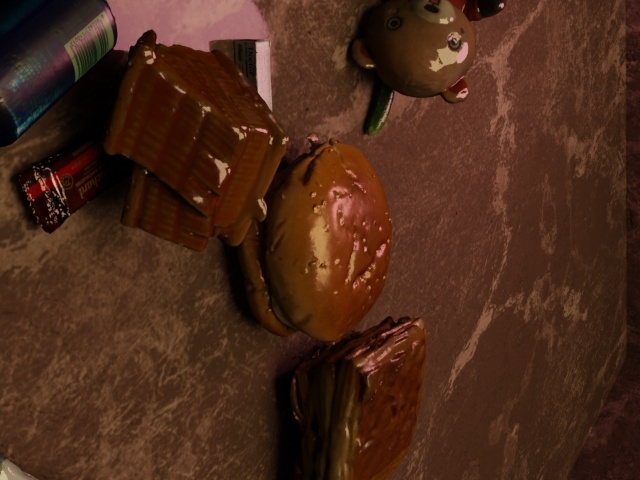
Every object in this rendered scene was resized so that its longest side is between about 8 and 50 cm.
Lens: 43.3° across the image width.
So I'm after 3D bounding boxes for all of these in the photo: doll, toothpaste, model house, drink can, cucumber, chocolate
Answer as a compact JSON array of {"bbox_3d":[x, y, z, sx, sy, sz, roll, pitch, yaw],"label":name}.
[{"bbox_3d":[0.192,-0.404,1.443,0.174,0.235,0.329,123,-12,-67],"label":"doll"},{"bbox_3d":[-0.095,-0.209,1.175,0.034,0.046,0.164,-22,116,-50],"label":"toothpaste"},{"bbox_3d":[-0.173,-0.119,0.963,0.229,0.219,0.199,4,124,-56],"label":"model house"},{"bbox_3d":[-0.305,-0.184,0.812,0.205,0.118,0.118,-55,139,-33],"label":"drink can"},{"bbox_3d":[0.117,-0.262,1.481,0.037,0.037,0.155,27,76,-55],"label":"cucumber"},{"bbox_3d":[-0.280,-0.084,0.953,0.182,0.028,0.086,-50,133,-42],"label":"chocolate"}]

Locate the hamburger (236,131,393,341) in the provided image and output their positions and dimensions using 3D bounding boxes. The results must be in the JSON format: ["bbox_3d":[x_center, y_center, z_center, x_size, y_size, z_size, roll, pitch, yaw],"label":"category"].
[{"bbox_3d":[0.000,0.000,1.262,0.290,0.170,0.314,-42,130,-51],"label":"hamburger"}]

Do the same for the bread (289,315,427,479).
[{"bbox_3d":[0.056,0.295,1.415,0.277,0.167,0.324,-20,123,-53],"label":"bread"}]

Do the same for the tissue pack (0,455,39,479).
[{"bbox_3d":[-0.372,0.435,0.830,0.287,0.162,0.388,51,56,-44],"label":"tissue pack"}]
